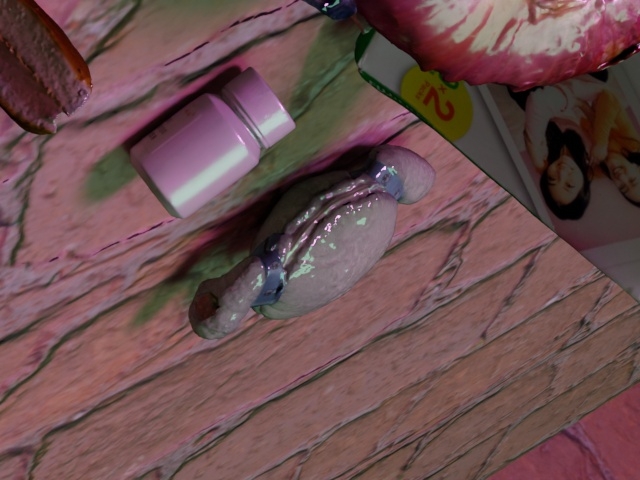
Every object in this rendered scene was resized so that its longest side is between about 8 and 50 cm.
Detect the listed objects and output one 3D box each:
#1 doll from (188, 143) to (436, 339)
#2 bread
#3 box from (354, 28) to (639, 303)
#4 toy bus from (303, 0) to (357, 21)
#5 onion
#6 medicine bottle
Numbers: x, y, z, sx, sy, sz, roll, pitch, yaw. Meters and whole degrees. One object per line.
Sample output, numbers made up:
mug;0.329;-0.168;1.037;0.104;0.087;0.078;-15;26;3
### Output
doll;0.000;0.000;1.313;0.214;0.071;0.103;-35;164;-20
bread;-0.141;-0.089;0.862;0.043;0.109;0.062;-42;119;1
box;0.153;-0.100;1.074;0.103;0.250;0.180;-43;167;-41
toy bus;0.065;-0.246;0.632;0.323;0.194;0.162;-38;162;12
onion;0.092;-0.193;0.904;0.230;0.163;0.230;-9;132;-10
medicine bottle;-0.062;-0.056;1.087;0.089;0.052;0.052;-37;162;-1
